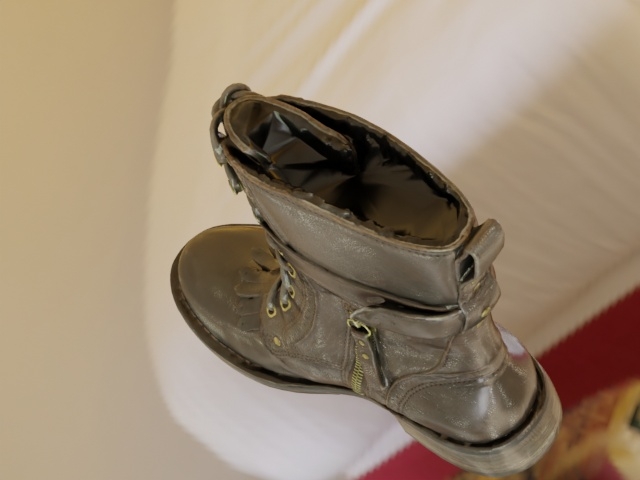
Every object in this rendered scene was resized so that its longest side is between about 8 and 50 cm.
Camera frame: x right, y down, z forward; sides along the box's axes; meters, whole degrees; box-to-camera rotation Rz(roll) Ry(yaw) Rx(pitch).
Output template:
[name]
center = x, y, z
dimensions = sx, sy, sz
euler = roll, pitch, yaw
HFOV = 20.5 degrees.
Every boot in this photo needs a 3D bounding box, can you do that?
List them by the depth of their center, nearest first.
[boot]
center = 0.000, 0.000, 0.846
dimensions = 0.263, 0.229, 0.091
euler = 22, 68, 33
